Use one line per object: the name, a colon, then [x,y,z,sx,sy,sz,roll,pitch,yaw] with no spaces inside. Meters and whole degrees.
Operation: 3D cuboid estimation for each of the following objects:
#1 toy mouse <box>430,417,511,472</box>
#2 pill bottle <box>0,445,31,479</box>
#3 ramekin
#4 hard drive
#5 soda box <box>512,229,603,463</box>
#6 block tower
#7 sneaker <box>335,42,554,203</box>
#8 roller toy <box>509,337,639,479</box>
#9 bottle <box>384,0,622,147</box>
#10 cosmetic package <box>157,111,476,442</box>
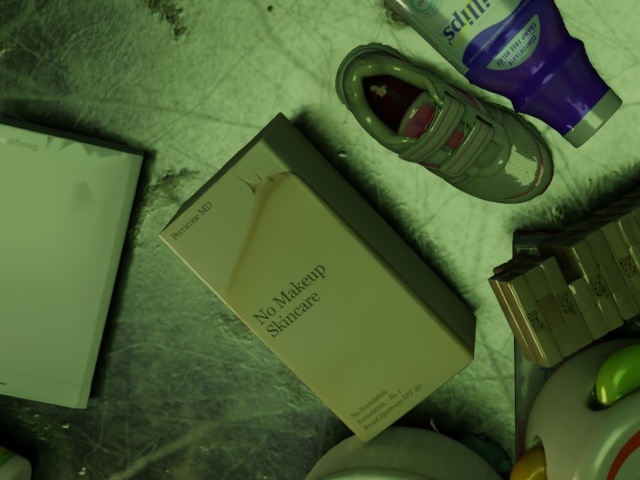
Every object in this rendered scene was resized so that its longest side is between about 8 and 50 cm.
toy mouse: [0.153,0.264,1.294,0.161,0.031,0.143,-23,95,15]
pill bottle: [-0.477,0.266,1.366,0.245,0.136,0.136,25,104,6]
ramekin: [0.085,0.333,1.240,0.277,0.135,0.277,6,113,15]
hard drive: [-0.331,0.025,1.315,0.203,0.040,0.308,13,104,-10]
soda box: [0.248,0.123,1.221,0.092,0.083,0.263,-1,101,10]
block tower: [0.322,-0.004,1.114,0.335,0.091,0.097,-27,96,-10]
sneaker: [0.119,-0.111,1.188,0.252,0.111,0.103,28,105,5]
roller toy: [0.298,0.199,1.113,0.191,0.146,0.209,22,101,-21]
bottle: [0.177,-0.212,1.168,0.283,0.092,0.118,44,104,1]
cosmetic package: [0.003,0.039,1.213,0.309,0.113,0.160,44,111,-10]
